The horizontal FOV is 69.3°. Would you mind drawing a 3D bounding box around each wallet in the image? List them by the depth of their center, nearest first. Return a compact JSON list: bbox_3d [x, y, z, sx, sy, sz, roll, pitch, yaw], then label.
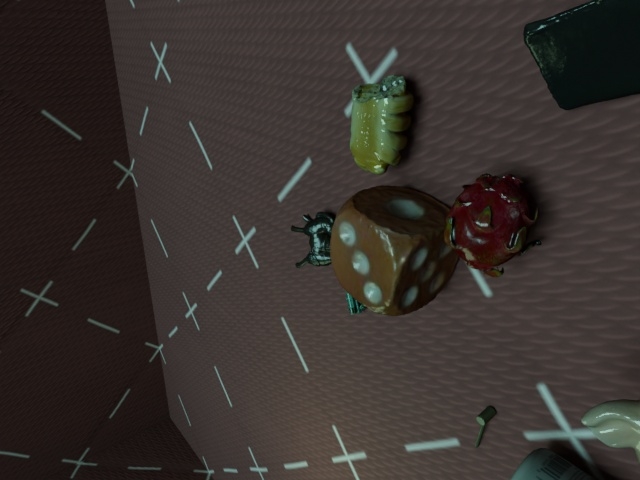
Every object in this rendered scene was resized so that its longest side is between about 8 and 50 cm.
[{"bbox_3d":[0.368,-0.216,0.480,0.146,0.030,0.285,39,156,-31],"label":"wallet"}]

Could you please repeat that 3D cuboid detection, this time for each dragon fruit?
[{"bbox_3d":[0.250,-0.018,0.699,0.136,0.133,0.166,52,151,39],"label":"dragon fruit"}]

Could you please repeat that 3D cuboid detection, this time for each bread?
[{"bbox_3d":[0.108,-0.210,0.839,0.119,0.084,0.177,35,131,42],"label":"bread"}]

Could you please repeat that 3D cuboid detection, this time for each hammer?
[{"bbox_3d":[0.306,0.359,0.874,0.019,0.035,0.110,34,138,41],"label":"hammer"}]

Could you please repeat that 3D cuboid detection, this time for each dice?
[{"bbox_3d":[0.131,0.015,0.833,0.174,0.175,0.179,37,135,37],"label":"dice"}]

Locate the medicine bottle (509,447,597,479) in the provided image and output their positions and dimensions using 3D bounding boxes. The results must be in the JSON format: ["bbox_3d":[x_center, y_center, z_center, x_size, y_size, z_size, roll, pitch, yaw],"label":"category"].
[{"bbox_3d":[0.415,0.447,0.657,0.288,0.157,0.157,27,125,44],"label":"medicine bottle"}]

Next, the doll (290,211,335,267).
[{"bbox_3d":[0.000,0.000,1.098,0.165,0.057,0.139,4,105,47],"label":"doll"}]

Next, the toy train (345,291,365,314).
[{"bbox_3d":[0.075,0.126,1.058,0.029,0.045,0.092,-5,98,55],"label":"toy train"}]

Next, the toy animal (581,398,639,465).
[{"bbox_3d":[0.453,0.278,0.490,0.213,0.195,0.256,-129,14,-81],"label":"toy animal"}]
